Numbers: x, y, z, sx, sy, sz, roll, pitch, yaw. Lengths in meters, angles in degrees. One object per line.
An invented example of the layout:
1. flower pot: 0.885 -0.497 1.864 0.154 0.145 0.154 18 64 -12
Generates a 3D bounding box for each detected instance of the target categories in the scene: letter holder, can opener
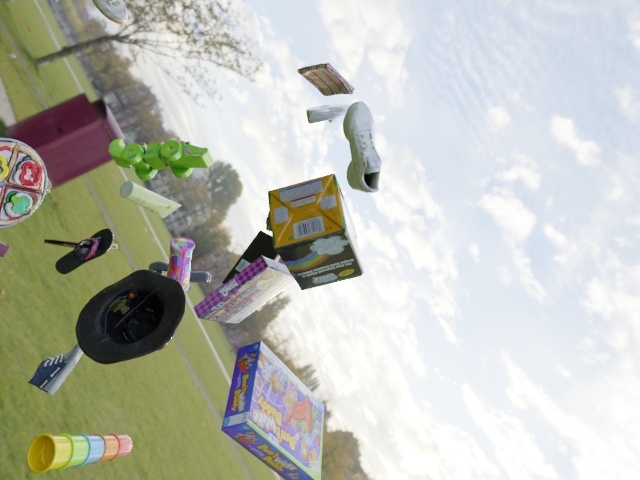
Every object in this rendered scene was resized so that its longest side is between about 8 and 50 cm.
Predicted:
1. letter holder: -0.279 0.146 2.308 0.151 0.302 0.214 27 -19 22
2. can opener: -0.619 0.143 2.162 0.074 0.280 0.093 76 19 -82

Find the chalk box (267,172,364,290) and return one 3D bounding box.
1. chalk box: 0.000 0.000 1.275 0.289 0.180 0.179 65 13 -56

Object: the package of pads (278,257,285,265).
1. package of pads: -0.109 0.096 1.472 0.032 0.050 0.083 32 -75 53

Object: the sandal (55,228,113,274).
1. sandal: -0.662 0.028 1.400 0.067 0.179 0.040 44 -22 17

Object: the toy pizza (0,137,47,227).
1. toy pizza: -0.693 -0.123 1.092 0.032 0.201 0.201 18 -37 27

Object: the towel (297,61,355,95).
1. towel: 0.015 -0.545 1.703 0.144 0.029 0.197 34 -10 -34

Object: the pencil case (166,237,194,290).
1. pencil case: -0.564 0.104 1.999 0.104 0.104 0.237 47 -46 46

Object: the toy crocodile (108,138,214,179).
1. toy crocodile: -0.497 -0.264 1.544 0.115 0.340 0.105 66 27 -59

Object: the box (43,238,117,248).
1. box: -0.905 0.013 1.889 0.201 0.164 0.021 3 93 -74

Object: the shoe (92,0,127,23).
1. shoe: -0.657 -0.754 1.484 0.058 0.076 0.219 5 -44 54

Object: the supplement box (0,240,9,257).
1. supplement box: -1.113 0.024 1.718 0.055 0.043 0.083 36 -13 -33

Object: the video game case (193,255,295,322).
1. video game case: -0.193 0.139 1.341 0.042 0.232 0.210 57 10 21

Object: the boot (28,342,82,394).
1. boot: -0.825 0.388 1.563 0.086 0.190 0.069 36 -8 -21

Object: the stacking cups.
1. stacking cups: -0.661 0.584 1.395 0.096 0.096 0.316 55 3 24

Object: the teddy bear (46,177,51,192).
1. teddy bear: -0.985 -0.170 1.545 0.245 0.337 0.113 6 92 -65

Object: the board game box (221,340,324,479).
1. board game box: -0.109 0.465 1.317 0.347 0.078 0.233 54 25 -35

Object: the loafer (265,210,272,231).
1. loafer: -0.125 -0.083 1.472 0.148 0.056 0.050 123 -33 -43

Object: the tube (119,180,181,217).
1. tube: -0.603 -0.140 1.771 0.070 0.062 0.240 9 -12 25

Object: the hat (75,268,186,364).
1. hat: -0.510 0.240 1.404 0.331 0.331 0.134 48 -18 44

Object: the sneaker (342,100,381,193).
1. sneaker: 0.154 -0.298 1.624 0.152 0.114 0.305 38 -40 56

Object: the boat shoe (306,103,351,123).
1. boat shoe: 0.037 -0.465 1.837 0.066 0.184 0.063 -135 -143 -54
